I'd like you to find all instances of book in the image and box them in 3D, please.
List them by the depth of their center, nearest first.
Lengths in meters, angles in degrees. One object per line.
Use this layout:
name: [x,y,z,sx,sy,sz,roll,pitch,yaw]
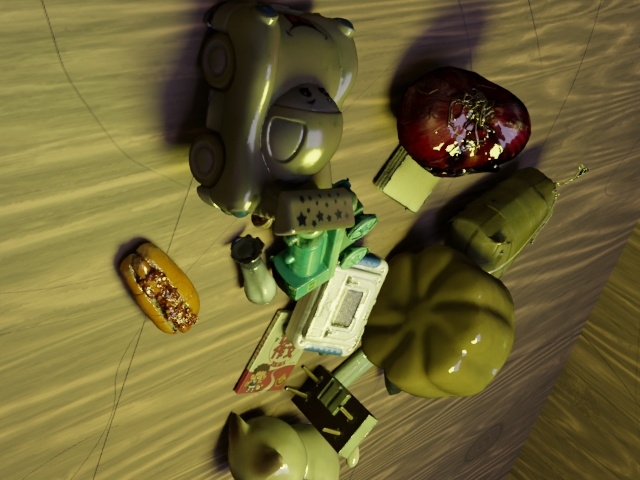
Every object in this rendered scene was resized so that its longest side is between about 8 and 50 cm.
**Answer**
book: [-0.096,0.262,1.926,0.162,0.022,0.232,8,117,-54]

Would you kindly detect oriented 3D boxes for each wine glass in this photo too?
wine glass: [-0.131,0.060,1.634,0.072,0.072,0.155,-39,147,-18]

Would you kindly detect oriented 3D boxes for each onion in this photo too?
onion: [0.295,-0.242,1.686,0.281,0.280,0.221,25,68,-57]

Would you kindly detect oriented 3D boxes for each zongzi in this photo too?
zongzi: [0.519,-0.022,2.262,0.447,0.181,0.418,-34,148,-27]

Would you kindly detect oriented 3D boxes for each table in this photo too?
table: [0.012,0.405,2.018,0.122,0.240,0.111,-51,129,-1]

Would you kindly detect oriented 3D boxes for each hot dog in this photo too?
hot dog: [-0.278,0.098,1.486,0.102,0.076,0.249,-44,146,-17]

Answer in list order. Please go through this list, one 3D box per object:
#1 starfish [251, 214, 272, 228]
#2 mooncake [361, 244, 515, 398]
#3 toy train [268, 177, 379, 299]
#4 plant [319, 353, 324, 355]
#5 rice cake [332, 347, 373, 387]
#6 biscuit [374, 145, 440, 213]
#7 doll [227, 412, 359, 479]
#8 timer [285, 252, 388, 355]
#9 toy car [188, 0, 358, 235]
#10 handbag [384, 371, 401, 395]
starfish: [-0.058,-0.103,1.558,0.189,0.074,0.146,-25,139,-37]
mooncake: [0.276,0.198,2.009,0.378,0.378,0.200,-54,137,4]
toy train: [0.000,0.000,1.622,0.194,0.120,0.298,-32,162,-16]
plant: [0.038,0.206,1.990,0.085,0.087,0.174,13,113,-11]
rice cake: [0.079,0.355,2.216,0.221,0.042,0.080,-38,142,-18]
biscuit: [0.203,-0.138,1.879,0.121,0.040,0.199,-57,148,3]
doll: [-0.090,0.554,2.050,0.370,0.215,0.226,20,107,-53]
timer: [0.041,0.140,1.856,0.178,0.078,0.253,13,105,-32]
toy car: [-0.049,-0.195,1.306,0.242,0.226,0.336,-7,114,-48]
handbag: [0.245,0.294,2.307,0.211,0.088,0.254,-48,147,-29]
